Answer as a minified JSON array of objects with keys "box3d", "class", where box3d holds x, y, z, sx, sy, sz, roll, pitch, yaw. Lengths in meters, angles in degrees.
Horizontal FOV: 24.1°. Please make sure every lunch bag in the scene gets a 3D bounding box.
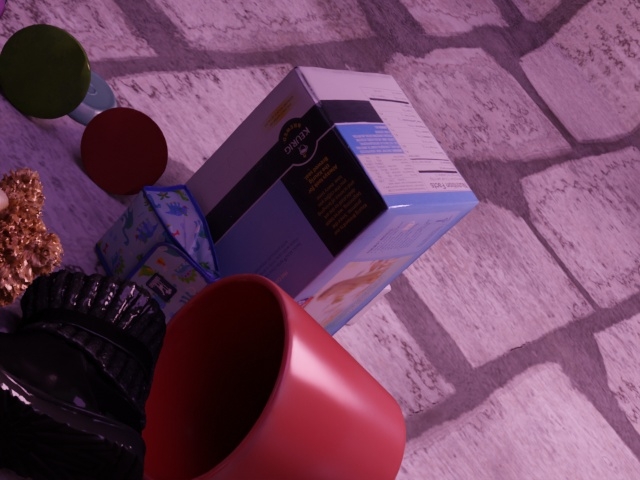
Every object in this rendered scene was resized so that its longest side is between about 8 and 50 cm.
[{"box3d":[-0.198,0.026,1.889,0.096,0.129,0.151,-8,60,-49],"class":"lunch bag"}]

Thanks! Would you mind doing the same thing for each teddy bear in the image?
[{"box3d":[-0.409,-0.045,1.633,0.245,0.113,0.338,13,15,-20],"class":"teddy bear"}]

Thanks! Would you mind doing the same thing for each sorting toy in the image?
[{"box3d":[-0.340,-0.221,2.043,0.365,0.127,0.126,45,18,-4],"class":"sorting toy"}]

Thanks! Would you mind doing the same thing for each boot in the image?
[{"box3d":[-0.326,0.113,1.624,0.348,0.131,0.260,33,34,-27],"class":"boot"}]

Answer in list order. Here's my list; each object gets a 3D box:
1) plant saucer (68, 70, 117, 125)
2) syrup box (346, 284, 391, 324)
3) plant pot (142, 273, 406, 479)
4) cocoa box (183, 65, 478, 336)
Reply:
[{"box3d":[-0.331,-0.209,2.120,0.119,0.021,0.119,32,32,-23],"class":"plant saucer"},{"box3d":[0.000,0.000,2.201,0.096,0.093,0.237,10,45,-45],"class":"syrup box"},{"box3d":[-0.049,0.209,1.743,0.243,0.275,0.275,34,31,-34],"class":"plant pot"},{"box3d":[-0.018,-0.028,1.958,0.231,0.347,0.228,-5,57,-54],"class":"cocoa box"}]
